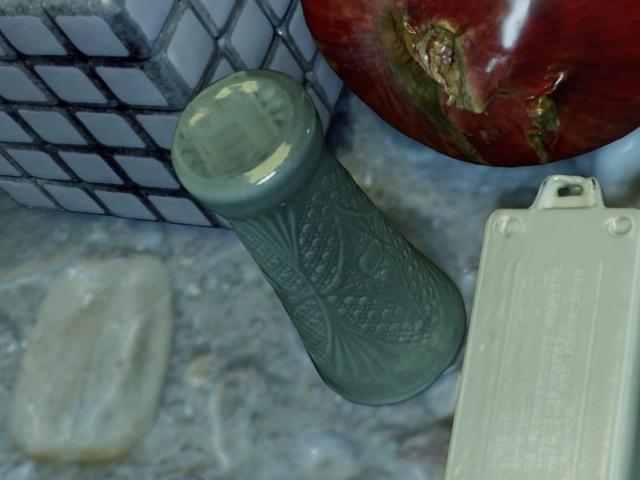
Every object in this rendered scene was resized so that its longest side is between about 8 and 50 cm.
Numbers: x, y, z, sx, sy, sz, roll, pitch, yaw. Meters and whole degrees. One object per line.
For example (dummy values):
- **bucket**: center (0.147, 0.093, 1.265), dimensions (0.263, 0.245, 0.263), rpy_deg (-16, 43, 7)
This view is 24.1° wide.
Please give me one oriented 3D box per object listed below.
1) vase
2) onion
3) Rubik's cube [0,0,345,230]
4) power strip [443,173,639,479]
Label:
- **vase**: center (0.000, 0.000, 0.794), dimensions (0.096, 0.219, 0.096), rpy_deg (-12, 56, 18)
- **onion**: center (0.097, -0.149, 0.834), dimensions (0.248, 0.161, 0.248), rpy_deg (5, 102, 23)
- **Rubik's cube**: center (-0.124, -0.163, 0.938), dimensions (0.237, 0.238, 0.237), rpy_deg (8, 63, 30)
- **power strip**: center (0.114, 0.123, 0.770), dimensions (0.098, 0.058, 0.338), rpy_deg (0, 61, 24)
